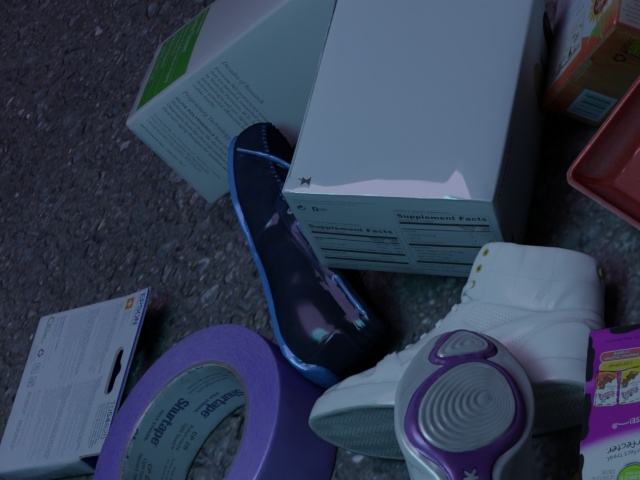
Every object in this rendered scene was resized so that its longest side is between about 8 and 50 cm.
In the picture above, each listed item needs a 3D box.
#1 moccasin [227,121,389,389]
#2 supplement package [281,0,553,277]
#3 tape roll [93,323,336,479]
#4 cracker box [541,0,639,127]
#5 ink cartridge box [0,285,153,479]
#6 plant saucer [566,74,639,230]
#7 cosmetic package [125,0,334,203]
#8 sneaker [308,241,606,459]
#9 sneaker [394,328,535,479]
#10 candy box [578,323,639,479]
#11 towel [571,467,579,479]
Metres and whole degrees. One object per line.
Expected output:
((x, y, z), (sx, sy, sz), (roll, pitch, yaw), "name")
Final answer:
((0.000, 0.000, 1.625), (0.117, 0.137, 0.342), (-35, 53, 19), "moccasin")
((0.104, -0.114, 1.492), (0.204, 0.145, 0.262), (3, 61, 21), "supplement package")
((-0.112, 0.226, 1.577), (0.274, 0.090, 0.275), (-30, 41, 30), "tape roll")
((0.284, -0.246, 1.468), (0.156, 0.067, 0.232), (126, 160, -60), "cracker box")
((-0.286, 0.178, 1.864), (0.224, 0.045, 0.223), (-15, 51, 42), "ink cartridge box")
((0.370, -0.089, 1.272), (0.258, 0.047, 0.259), (-53, 44, 3), "plant saucer")
((-0.031, -0.228, 1.782), (0.365, 0.155, 0.197), (-35, 24, 27), "cosmetic package")
((0.129, 0.096, 1.395), (0.292, 0.108, 0.169), (-14, 49, 31), "sneaker")
((0.114, 0.216, 1.220), (0.152, 0.114, 0.305), (95, 174, -55), "sneaker")
((0.275, 0.175, 1.143), (0.159, 0.071, 0.233), (-11, 57, 36), "candy box")
((0.214, 0.246, 1.233), (0.237, 0.021, 0.102), (-58, 31, -4), "towel")
